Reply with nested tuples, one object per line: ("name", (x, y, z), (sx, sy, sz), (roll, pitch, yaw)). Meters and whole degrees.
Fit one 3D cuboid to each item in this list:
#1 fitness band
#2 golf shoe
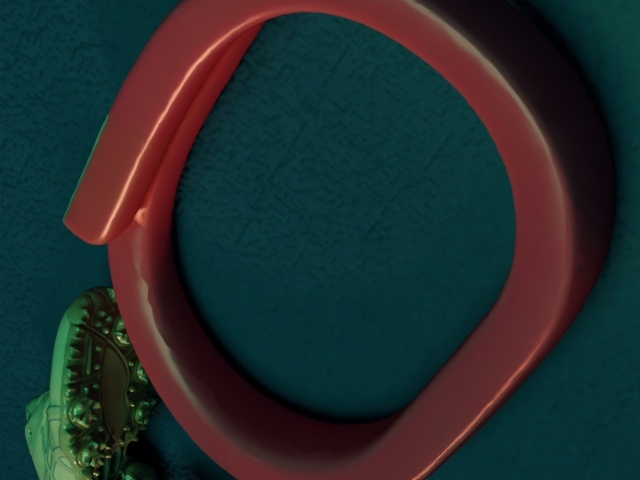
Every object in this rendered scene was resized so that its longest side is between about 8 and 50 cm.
("fitness band", (0.000, 0.000, 0.637), (0.209, 0.054, 0.291), (41, 134, 7))
("golf shoe", (-0.131, 0.094, 0.779), (0.086, 0.069, 0.176), (25, 127, 31))
